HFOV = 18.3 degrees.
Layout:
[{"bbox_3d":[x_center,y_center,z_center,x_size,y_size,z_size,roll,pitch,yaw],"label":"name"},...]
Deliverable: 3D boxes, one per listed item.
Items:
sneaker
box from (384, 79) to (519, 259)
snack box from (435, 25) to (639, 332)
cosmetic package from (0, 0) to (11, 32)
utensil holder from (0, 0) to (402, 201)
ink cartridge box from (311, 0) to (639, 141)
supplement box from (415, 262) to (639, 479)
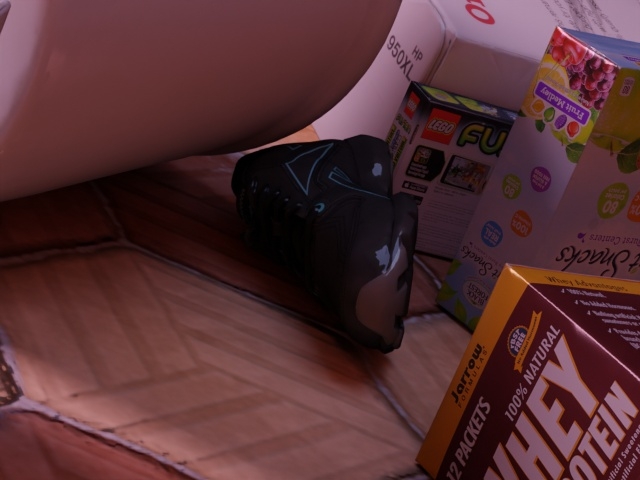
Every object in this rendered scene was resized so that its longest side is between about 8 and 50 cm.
[{"bbox_3d":[0.000,0.000,1.253,0.106,0.101,0.267,6,16,-7],"label":"sneaker"},{"bbox_3d":[0.138,-0.034,1.437,0.207,0.114,0.036,14,21,-26],"label":"box"},{"bbox_3d":[0.192,-0.029,1.341,0.174,0.207,0.070,3,28,-44],"label":"snack box"},{"bbox_3d":[-0.349,-0.080,0.877,0.365,0.197,0.155,24,18,-2],"label":"cosmetic package"},{"bbox_3d":[-0.171,-0.186,1.178,0.327,0.328,0.385,30,24,20],"label":"utensil holder"},{"bbox_3d":[0.179,-0.130,1.613,0.395,0.166,0.285,13,30,-30],"label":"ink cartridge box"},{"bbox_3d":[0.195,0.122,1.061,0.191,0.129,0.194,8,24,-37],"label":"supplement box"}]
